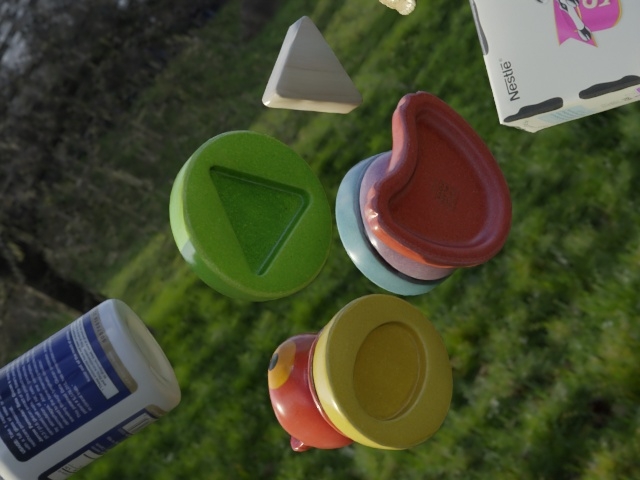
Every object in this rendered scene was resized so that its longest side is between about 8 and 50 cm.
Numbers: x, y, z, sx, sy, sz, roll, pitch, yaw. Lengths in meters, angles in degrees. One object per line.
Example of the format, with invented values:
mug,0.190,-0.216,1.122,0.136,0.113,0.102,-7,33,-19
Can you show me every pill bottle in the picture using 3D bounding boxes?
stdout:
pill bottle,-0.195,0.124,0.890,0.169,0.094,0.094,-33,12,1

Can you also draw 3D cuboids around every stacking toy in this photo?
stacking toy,0.000,0.000,1.012,0.130,0.279,0.309,-29,26,51

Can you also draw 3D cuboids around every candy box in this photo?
candy box,0.171,-0.162,0.629,0.196,0.165,0.070,-16,-5,23

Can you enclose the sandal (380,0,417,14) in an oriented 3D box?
sandal,0.092,-0.250,1.148,0.088,0.240,0.079,121,145,-51
